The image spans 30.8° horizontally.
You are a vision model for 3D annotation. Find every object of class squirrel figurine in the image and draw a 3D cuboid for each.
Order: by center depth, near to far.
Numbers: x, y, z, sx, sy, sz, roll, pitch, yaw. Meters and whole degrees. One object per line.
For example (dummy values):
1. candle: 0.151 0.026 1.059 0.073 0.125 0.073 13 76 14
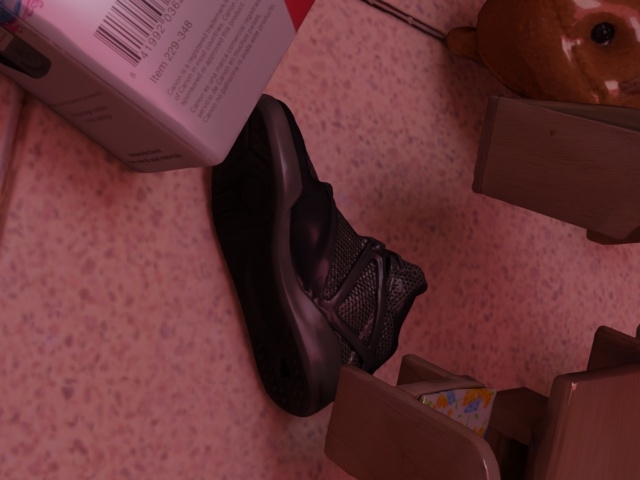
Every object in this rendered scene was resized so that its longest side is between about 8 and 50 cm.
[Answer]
1. squirrel figurine: 0.293 -0.215 1.043 0.371 0.281 0.396 4 65 -27

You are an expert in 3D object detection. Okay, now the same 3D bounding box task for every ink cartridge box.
1. ink cartridge box: -0.150 -0.216 0.721 0.306 0.131 0.226 38 71 -26

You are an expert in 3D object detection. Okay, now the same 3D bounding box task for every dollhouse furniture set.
1. dollhouse furniture set: 0.224 0.122 0.795 0.362 0.256 0.394 -2 107 -41

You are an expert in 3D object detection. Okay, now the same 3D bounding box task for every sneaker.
1. sneaker: 0.000 0.000 0.846 0.130 0.087 0.227 -20 97 -40
